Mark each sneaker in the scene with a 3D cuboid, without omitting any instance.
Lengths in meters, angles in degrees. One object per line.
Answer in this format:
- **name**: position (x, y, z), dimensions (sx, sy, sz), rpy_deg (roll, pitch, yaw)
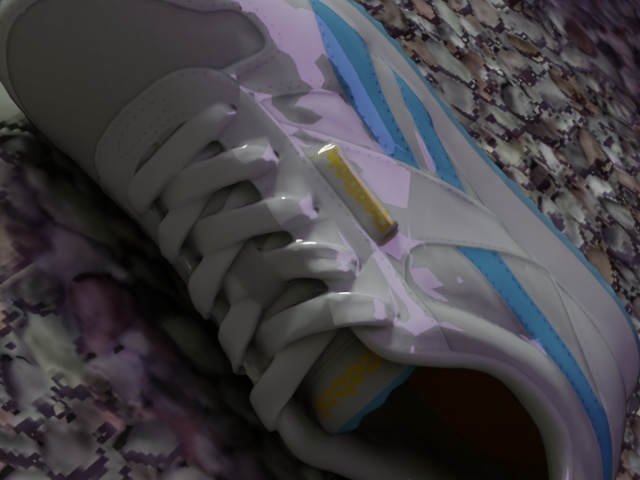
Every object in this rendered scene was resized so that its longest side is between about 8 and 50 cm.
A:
- **sneaker**: position (0.000, 0.000, 0.490), dimensions (0.229, 0.087, 0.092), rpy_deg (39, 33, -11)
